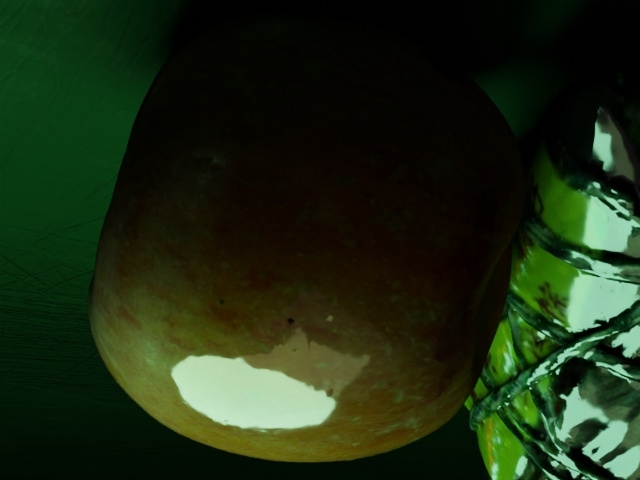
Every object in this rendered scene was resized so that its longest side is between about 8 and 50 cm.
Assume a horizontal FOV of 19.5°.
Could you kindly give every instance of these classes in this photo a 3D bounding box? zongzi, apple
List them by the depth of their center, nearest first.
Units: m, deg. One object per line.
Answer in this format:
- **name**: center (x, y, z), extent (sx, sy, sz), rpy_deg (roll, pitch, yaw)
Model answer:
- **apple**: center (0.000, 0.000, 0.984), extent (0.253, 0.254, 0.253), rpy_deg (-1, 164, 0)
- **zongzi**: center (0.176, 0.006, 1.164), extent (0.319, 0.362, 0.383), rpy_deg (10, 122, -29)
